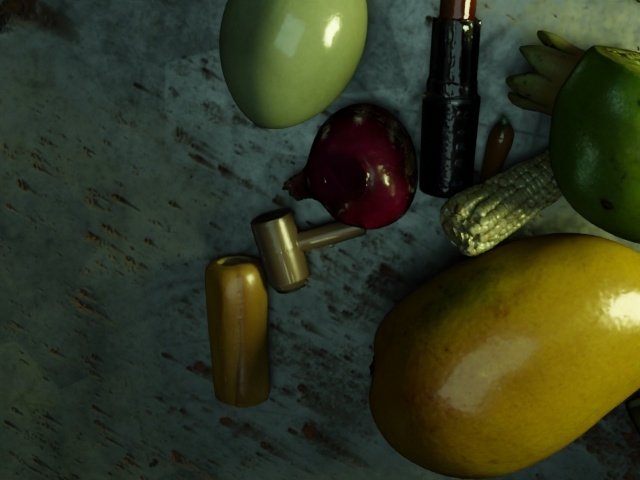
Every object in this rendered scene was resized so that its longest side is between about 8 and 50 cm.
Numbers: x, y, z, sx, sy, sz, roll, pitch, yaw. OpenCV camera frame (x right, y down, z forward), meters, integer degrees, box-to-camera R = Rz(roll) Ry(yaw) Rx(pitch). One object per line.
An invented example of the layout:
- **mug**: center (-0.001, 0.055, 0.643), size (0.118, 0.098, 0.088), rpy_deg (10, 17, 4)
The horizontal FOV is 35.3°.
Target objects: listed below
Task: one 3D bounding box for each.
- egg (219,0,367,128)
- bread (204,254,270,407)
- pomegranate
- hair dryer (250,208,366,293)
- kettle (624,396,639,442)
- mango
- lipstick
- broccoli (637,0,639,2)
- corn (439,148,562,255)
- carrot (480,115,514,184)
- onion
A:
- **egg**: center (-0.036, -0.265, 1.304), size (0.187, 0.186, 0.253), rpy_deg (22, 106, 0)
- **bread**: center (-0.122, 0.143, 1.501), size (0.093, 0.074, 0.239), rpy_deg (-1, 107, 3)
- **pomegranate**: center (0.385, -0.121, 1.260), size (0.359, 0.310, 0.216), rpy_deg (29, 116, 33)
- **hair dryer**: center (0.000, 0.000, 1.450), size (0.182, 0.064, 0.117), rpy_deg (-16, 105, 6)
- **kettle**: center (0.599, 0.240, 1.398), size (0.308, 0.262, 0.203), rpy_deg (-28, 137, 11)
- **mango**: center (0.276, 0.152, 1.373), size (0.446, 0.232, 0.300), rpy_deg (-24, 99, 8)
- **lipstick**: center (0.176, -0.203, 1.351), size (0.081, 0.081, 0.299), rpy_deg (3, 108, 7)
- **broccoli**: center (0.448, -0.338, 1.261), size (0.131, 0.130, 0.120), rpy_deg (10, 155, -23)
- **corn**: center (0.254, -0.058, 1.359), size (0.211, 0.087, 0.087), rpy_deg (-32, 102, -20)
- **carrot**: center (0.242, -0.107, 1.398), size (0.035, 0.035, 0.142), rpy_deg (12, 115, 4)
- **onion**: center (0.033, -0.088, 1.377), size (0.198, 0.135, 0.173), rpy_deg (-21, 97, 17)
